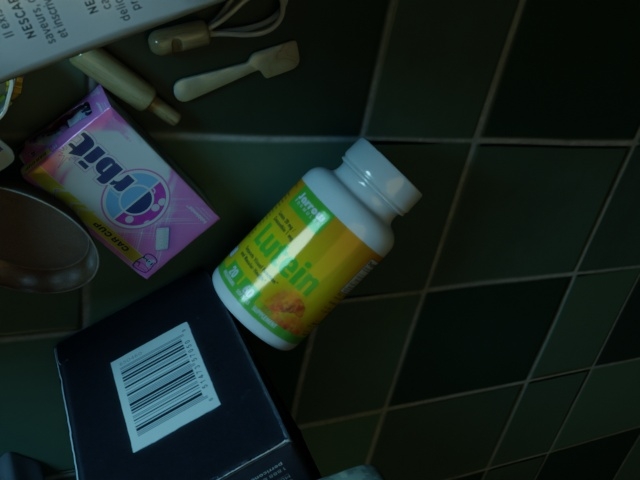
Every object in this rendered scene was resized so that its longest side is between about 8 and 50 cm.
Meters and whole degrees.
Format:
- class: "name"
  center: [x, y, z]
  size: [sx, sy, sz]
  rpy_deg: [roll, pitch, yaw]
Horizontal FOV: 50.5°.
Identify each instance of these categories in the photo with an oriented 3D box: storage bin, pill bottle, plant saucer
- class: "storage bin"
  center: [-0.399, 0.341, 0.857]
  size: [0.135, 0.091, 0.098]
  rpy_deg: [-44, 132, 6]
- class: "pill bottle"
  center: [0.000, 0.000, 0.807]
  size: [0.246, 0.136, 0.136]
  rpy_deg: [-46, 131, 7]
- class: "plant saucer"
  center: [-0.299, -0.006, 0.667]
  size: [0.168, 0.029, 0.168]
  rpy_deg: [3, 142, 2]

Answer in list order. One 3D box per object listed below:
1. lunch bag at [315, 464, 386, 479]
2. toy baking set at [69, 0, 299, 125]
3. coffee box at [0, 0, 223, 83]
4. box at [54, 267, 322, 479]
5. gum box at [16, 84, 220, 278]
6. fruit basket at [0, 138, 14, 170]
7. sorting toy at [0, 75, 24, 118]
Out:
- class: "lunch bag"
  center: [-0.007, 0.382, 0.600]
  size: [0.305, 0.256, 0.213]
  rpy_deg: [-10, 126, -23]
- class: "toy baking set"
  center: [-0.134, -0.209, 0.656]
  size: [0.197, 0.030, 0.256]
  rpy_deg: [-45, 131, 6]
- class: "coffee box"
  center: [-0.143, -0.333, 0.358]
  size: [0.334, 0.338, 0.338]
  rpy_deg: [-25, 131, -11]
- class: "box"
  center: [-0.120, 0.289, 0.840]
  size: [0.212, 0.293, 0.395]
  rpy_deg: [-29, 131, -8]
- class: "gum box"
  center: [-0.206, -0.059, 0.701]
  size: [0.107, 0.062, 0.188]
  rpy_deg: [-39, 132, 1]
- class: "fruit basket"
  center: [-0.481, -0.078, 0.505]
  size: [0.353, 0.165, 0.327]
  rpy_deg: [-29, 133, 13]
- class: "sorting toy"
  center: [-0.280, -0.140, 0.594]
  size: [0.044, 0.075, 0.083]
  rpy_deg: [10, 117, -34]
